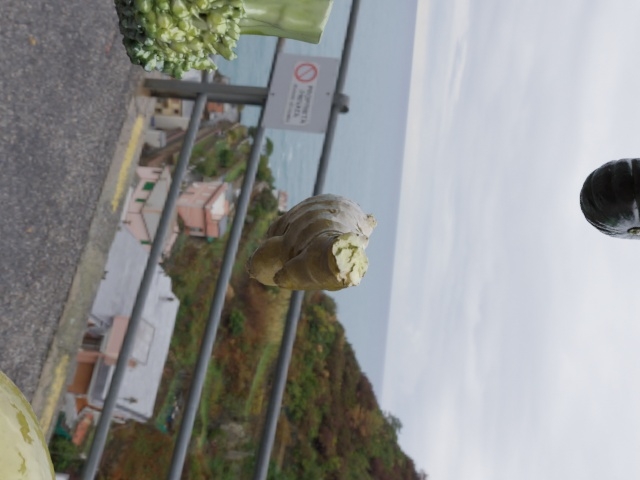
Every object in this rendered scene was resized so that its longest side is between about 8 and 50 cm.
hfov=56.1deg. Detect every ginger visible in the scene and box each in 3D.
[{"bbox_3d":[-0.025,0.000,1.034,0.375,0.236,0.166,-22,112,-81],"label":"ginger"}]

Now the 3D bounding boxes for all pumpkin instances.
[{"bbox_3d":[0.583,-0.075,1.113,0.194,0.194,0.150,-14,109,-82],"label":"pumpkin"}]

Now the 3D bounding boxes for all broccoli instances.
[{"bbox_3d":[-0.097,-0.290,0.641,0.263,0.243,0.247,123,-21,-56],"label":"broccoli"}]

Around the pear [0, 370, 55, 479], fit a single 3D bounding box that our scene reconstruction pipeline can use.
[{"bbox_3d":[-0.363,0.209,0.435,0.309,0.309,0.309,5,90,-82],"label":"pear"}]
